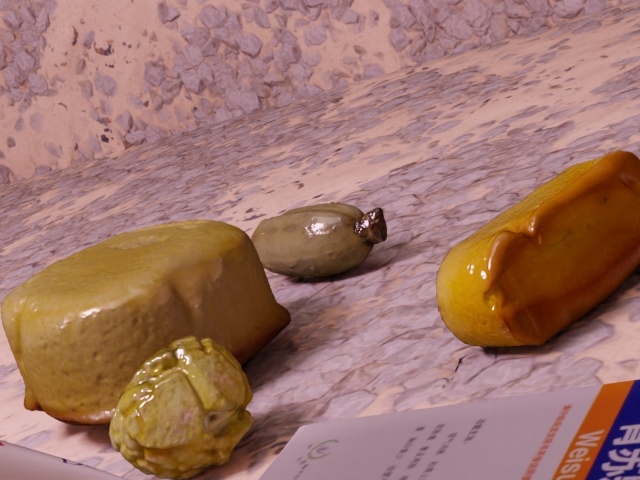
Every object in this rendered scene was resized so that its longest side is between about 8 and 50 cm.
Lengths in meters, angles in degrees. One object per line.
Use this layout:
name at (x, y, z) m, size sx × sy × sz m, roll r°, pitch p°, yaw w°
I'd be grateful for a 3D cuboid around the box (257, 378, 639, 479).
box at (0.082, 0.171, 0.699) m, size 0.299 × 0.106 × 0.200 m, roll -14°, pitch 18°, yaw 33°

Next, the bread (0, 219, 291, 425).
bread at (-0.168, 0.080, 1.313) m, size 0.270 × 0.148 × 0.270 m, roll -16°, pitch 16°, yaw 5°

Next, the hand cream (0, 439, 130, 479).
hand cream at (-0.241, 0.183, 1.036) m, size 0.133 × 0.083 × 0.248 m, roll -3°, pitch -12°, yaw 44°

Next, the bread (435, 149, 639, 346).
bread at (0.200, 0.005, 1.148) m, size 0.245 × 0.102 × 0.094 m, roll -31°, pitch 15°, yaw -38°

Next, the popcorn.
popcorn at (-0.107, 0.139, 1.113) m, size 0.106 × 0.116 × 0.120 m, roll 29°, pitch 36°, yaw 11°

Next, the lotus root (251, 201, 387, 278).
lotus root at (0.000, 0.001, 1.487) m, size 0.183 × 0.077 × 0.090 m, roll -6°, pitch 11°, yaw 44°
